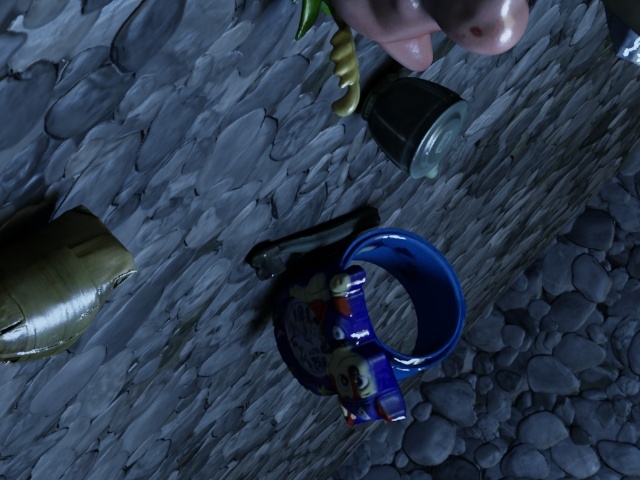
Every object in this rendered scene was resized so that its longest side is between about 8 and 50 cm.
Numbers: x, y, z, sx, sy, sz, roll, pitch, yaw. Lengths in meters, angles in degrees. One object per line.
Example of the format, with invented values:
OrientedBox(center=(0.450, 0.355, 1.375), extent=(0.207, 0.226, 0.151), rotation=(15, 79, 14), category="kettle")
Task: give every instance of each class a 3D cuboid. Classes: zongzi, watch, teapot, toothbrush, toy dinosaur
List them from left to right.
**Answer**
OrientedBox(center=(-0.230, 0.066, 1.246), extent=(0.160, 0.078, 0.176), rotation=(-27, 163, -42), category="zongzi")
OrientedBox(center=(0.000, 0.000, 1.846), extent=(0.030, 0.030, 0.297), rotation=(-28, 178, 27), category="toothbrush")
OrientedBox(center=(0.064, 0.090, 1.914), extent=(0.200, 0.196, 0.171), rotation=(-22, -177, -34), category="watch")
OrientedBox(center=(0.081, -0.109, 1.671), extent=(0.092, 0.091, 0.124), rotation=(-35, 155, -42), category="teapot")
OrientedBox(center=(0.080, -0.187, 1.276), extent=(0.152, 0.177, 0.194), rotation=(-39, 165, -31), category="toy dinosaur")

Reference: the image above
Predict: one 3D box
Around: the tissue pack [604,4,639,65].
OrientedBox(center=(0.462, -0.383, 1.871), extent=(0.394, 0.124, 0.288), rotation=(-56, -173, 27), category="tissue pack")

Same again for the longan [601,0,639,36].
OrientedBox(center=(0.362, -0.309, 1.635), extent=(0.258, 0.258, 0.258), rotation=(-45, 166, -15), category="longan")
